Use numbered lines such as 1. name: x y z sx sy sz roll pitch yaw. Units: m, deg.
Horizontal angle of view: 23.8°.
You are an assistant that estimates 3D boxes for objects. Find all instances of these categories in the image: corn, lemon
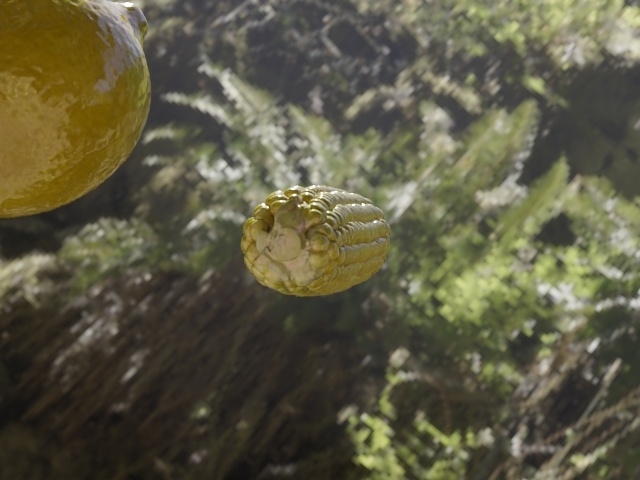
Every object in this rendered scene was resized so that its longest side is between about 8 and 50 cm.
1. corn: 0.000 0.000 1.115 0.081 0.248 0.081 0 -89 10
2. lemon: -0.239 -0.116 1.234 0.187 0.244 0.187 42 -17 16
